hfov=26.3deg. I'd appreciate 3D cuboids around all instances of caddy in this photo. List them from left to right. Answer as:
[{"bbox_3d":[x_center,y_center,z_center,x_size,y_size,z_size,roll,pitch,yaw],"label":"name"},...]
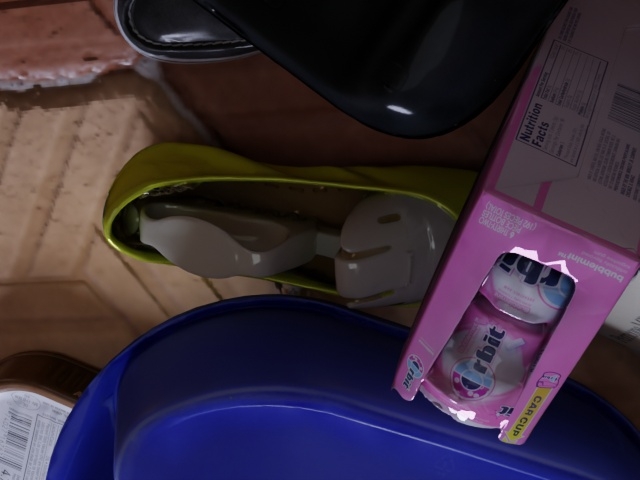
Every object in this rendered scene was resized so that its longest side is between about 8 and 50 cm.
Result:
[{"bbox_3d":[0.025,0.167,0.679,0.341,0.179,0.241,18,100,-3],"label":"caddy"}]

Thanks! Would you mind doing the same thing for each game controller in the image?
[{"bbox_3d":[-0.030,-0.184,0.568,0.319,0.067,0.166,39,114,15],"label":"game controller"}]

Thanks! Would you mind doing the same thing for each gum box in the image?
[{"bbox_3d":[0.094,-0.016,0.562,0.062,0.188,0.107,24,131,4],"label":"gum box"}]

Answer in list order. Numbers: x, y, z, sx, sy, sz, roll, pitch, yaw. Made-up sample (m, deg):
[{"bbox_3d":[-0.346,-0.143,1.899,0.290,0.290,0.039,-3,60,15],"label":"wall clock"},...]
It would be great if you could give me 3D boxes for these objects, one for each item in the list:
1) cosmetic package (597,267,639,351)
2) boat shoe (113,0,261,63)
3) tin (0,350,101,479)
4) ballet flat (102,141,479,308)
[{"bbox_3d":[0.271,0.026,0.540,0.296,0.153,0.129,24,79,7],"label":"cosmetic package"},{"bbox_3d":[-0.001,-0.125,0.618,0.229,0.076,0.080,-10,109,19],"label":"boat shoe"},{"bbox_3d":[-0.122,0.134,0.788,0.190,0.040,0.106,21,121,7],"label":"tin"},{"bbox_3d":[0.000,0.000,0.671,0.231,0.077,0.077,9,113,12],"label":"ballet flat"}]
